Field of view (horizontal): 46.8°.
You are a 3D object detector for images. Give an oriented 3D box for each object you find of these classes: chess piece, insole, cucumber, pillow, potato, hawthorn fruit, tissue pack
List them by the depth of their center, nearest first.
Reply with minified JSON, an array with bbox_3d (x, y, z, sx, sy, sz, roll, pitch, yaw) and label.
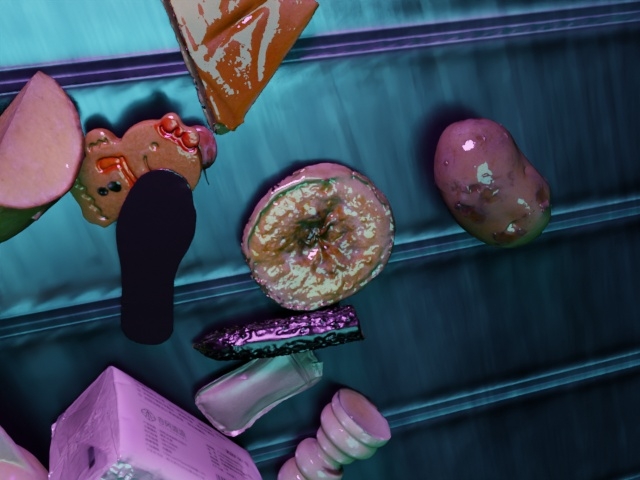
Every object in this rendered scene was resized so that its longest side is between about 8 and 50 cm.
[{"bbox_3d":[-0.453,-0.066,1.022,0.255,0.269,0.112,-30,125,29],"label":"potato"},{"bbox_3d":[-0.186,-0.125,1.128,0.066,0.067,0.103,-22,120,-9],"label":"hawthorn fruit"},{"bbox_3d":[-0.262,0.035,1.159,0.119,0.009,0.348,8,125,-8],"label":"insole"},{"bbox_3d":[-0.261,0.413,1.235,0.194,0.266,0.356,-46,119,5],"label":"tissue pack"},{"bbox_3d":[0.287,-0.092,1.261,0.165,0.165,0.262,-45,114,5],"label":"potato"},{"bbox_3d":[-0.073,0.169,1.288,0.300,0.072,0.072,-10,117,-7],"label":"cucumber"},{"bbox_3d":[-0.108,0.263,1.347,0.232,0.038,0.131,-33,118,-4],"label":"pillow"},{"bbox_3d":[0.011,0.412,1.421,0.133,0.133,0.243,32,107,-28],"label":"chess piece"}]

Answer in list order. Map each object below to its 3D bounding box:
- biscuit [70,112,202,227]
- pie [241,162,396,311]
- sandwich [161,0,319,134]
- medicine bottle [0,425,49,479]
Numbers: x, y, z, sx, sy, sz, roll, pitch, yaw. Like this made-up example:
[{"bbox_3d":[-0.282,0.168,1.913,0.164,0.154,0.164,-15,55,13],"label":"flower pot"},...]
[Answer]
[{"bbox_3d":[-0.270,-0.099,1.087,0.225,0.036,0.166,-18,120,12],"label":"biscuit"},{"bbox_3d":[0.000,0.000,1.255,0.274,0.055,0.274,-8,115,-16],"label":"pie"},{"bbox_3d":[-0.098,-0.298,1.078,0.212,0.063,0.245,-24,121,-9],"label":"sandwich"},{"bbox_3d":[-0.525,0.467,1.185,0.235,0.236,0.406,-25,120,-7],"label":"medicine bottle"}]
